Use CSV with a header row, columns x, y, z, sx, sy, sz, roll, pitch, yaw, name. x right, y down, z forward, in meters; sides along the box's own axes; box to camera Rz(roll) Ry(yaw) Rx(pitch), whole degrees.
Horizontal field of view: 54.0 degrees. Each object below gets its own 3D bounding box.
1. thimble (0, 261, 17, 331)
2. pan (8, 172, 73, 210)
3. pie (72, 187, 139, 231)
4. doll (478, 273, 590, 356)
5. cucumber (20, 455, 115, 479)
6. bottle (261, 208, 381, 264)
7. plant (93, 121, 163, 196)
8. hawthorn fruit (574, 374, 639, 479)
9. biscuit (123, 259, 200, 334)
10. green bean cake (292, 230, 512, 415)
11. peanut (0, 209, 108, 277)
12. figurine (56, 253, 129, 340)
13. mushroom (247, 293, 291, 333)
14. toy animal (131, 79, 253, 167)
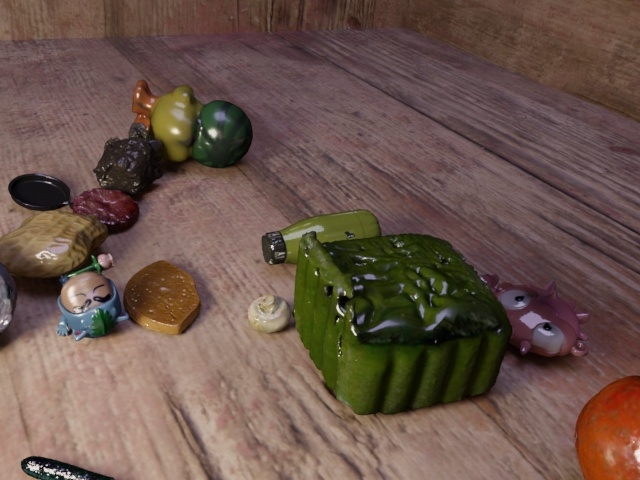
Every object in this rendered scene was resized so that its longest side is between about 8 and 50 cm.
x,y,z,sx,sy,sz,roll,pitch,yaw,name
-0.621,0.095,1.000,0.236,0.205,0.172,-24,44,-35,thimble
-0.620,-0.094,1.480,0.235,0.028,0.136,23,33,7,pan
-0.492,-0.071,1.446,0.155,0.036,0.154,12,36,-9,pie
0.406,0.145,1.230,0.211,0.093,0.262,-17,41,-24,doll
-0.347,0.319,0.853,0.133,0.032,0.032,12,31,10,cucumber
0.000,0.000,1.371,0.260,0.112,0.112,-9,35,-25,bottle
-0.474,-0.201,1.583,0.131,0.142,0.203,0,32,19,plant
0.485,0.323,0.814,0.276,0.276,0.307,7,47,0,hawthorn fruit
-0.306,0.109,1.210,0.142,0.028,0.220,-6,34,-23,biscuit
0.135,0.117,1.109,0.319,0.218,0.335,-7,35,-22,green bean cake
-0.530,0.003,1.256,0.197,0.110,0.233,-1,29,12,peanut
-0.421,0.090,1.121,0.114,0.144,0.178,-9,23,-31,figurine
-0.096,0.135,1.173,0.084,0.067,0.083,0,40,0,mushroom
-0.356,-0.298,1.710,0.339,0.216,0.191,15,43,-2,toy animal
